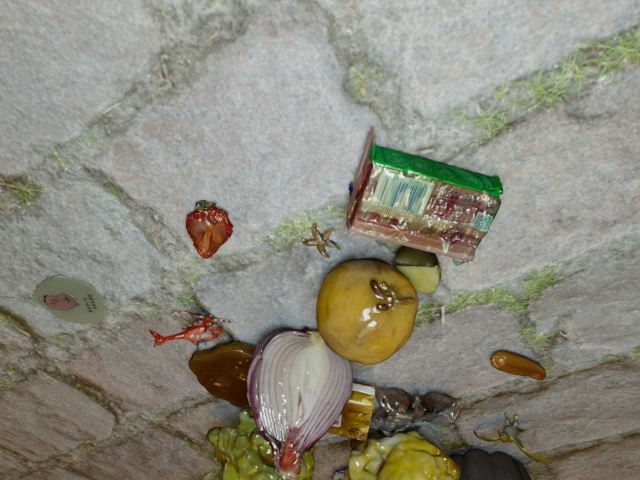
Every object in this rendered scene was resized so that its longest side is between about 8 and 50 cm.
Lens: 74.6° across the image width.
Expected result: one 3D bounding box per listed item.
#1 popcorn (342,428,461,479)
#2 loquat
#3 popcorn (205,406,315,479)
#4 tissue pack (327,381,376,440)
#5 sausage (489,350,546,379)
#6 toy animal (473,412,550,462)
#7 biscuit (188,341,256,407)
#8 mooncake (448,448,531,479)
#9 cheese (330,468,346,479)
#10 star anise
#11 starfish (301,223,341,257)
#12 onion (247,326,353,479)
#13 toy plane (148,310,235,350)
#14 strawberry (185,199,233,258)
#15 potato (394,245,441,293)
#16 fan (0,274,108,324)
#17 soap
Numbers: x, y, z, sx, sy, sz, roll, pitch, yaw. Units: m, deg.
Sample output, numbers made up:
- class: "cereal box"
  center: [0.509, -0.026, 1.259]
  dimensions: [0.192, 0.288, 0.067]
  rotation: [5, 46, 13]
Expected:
- class: "popcorn"
  center: [0.239, 0.756, 1.247]
  dimensions: [0.343, 0.390, 0.355]
  rotation: [-1, 117, -13]
- class: "loquat"
  center: [0.094, 0.146, 0.892]
  dimensions: [0.193, 0.239, 0.238]
  rotation: [20, 126, -20]
- class: "popcorn"
  center: [-0.167, 0.639, 1.252]
  dimensions: [0.278, 0.335, 0.275]
  rotation: [-14, 109, -31]
- class: "tissue pack"
  center: [0.036, 0.472, 1.206]
  dimensions: [0.225, 0.092, 0.184]
  rotation: [9, 124, 7]
- class: "sausage"
  center: [0.522, 0.328, 1.107]
  dimensions: [0.183, 0.054, 0.062]
  rotation: [18, 158, -12]
- class: "toy animal"
  center: [0.560, 0.571, 1.266]
  dimensions: [0.219, 0.095, 0.155]
  rotation: [0, 135, 44]
- class: "biscuit"
  center: [-0.222, 0.385, 1.197]
  dimensions: [0.257, 0.049, 0.273]
  rotation: [-18, 123, 20]
- class: "mooncake"
  center: [0.563, 0.837, 1.427]
  dimensions: [0.305, 0.154, 0.306]
  rotation: [1, 128, 2]
- class: "cheese"
  center: [0.084, 0.894, 1.570]
  dimensions: [0.095, 0.038, 0.145]
  rotation: [4, 126, 1]
- class: "star anise"
  center: [0.265, 0.496, 1.216]
  dimensions: [0.257, 0.111, 0.199]
  rotation: [-2, 138, 9]
- class: "starfish"
  center: [0.000, 0.000, 0.906]
  dimensions: [0.078, 0.028, 0.091]
  rotation: [-19, 121, 10]
- class: "onion"
  center: [-0.075, 0.396, 1.040]
  dimensions: [0.266, 0.349, 0.159]
  rotation: [26, 149, -12]
- class: "toy plane"
  center: [-0.314, 0.232, 1.025]
  dimensions: [0.126, 0.194, 0.077]
  rotation: [22, 107, 16]
- class: "strawberry"
  center: [-0.240, -0.017, 0.896]
  dimensions: [0.103, 0.048, 0.152]
  rotation: [14, 123, -3]
- class: "potato"
  center: [0.219, 0.061, 0.917]
  dimensions: [0.096, 0.067, 0.103]
  rotation: [9, 141, 27]
- class: "fan"
  center: [-0.707, 0.154, 1.077]
  dimensions: [0.309, 0.010, 0.182]
  rotation: [2, 128, 2]
- class: "soap"
  center: [0.191, -0.072, 0.795]
  dimensions: [0.273, 0.098, 0.218]
  rotation: [13, 127, -6]
